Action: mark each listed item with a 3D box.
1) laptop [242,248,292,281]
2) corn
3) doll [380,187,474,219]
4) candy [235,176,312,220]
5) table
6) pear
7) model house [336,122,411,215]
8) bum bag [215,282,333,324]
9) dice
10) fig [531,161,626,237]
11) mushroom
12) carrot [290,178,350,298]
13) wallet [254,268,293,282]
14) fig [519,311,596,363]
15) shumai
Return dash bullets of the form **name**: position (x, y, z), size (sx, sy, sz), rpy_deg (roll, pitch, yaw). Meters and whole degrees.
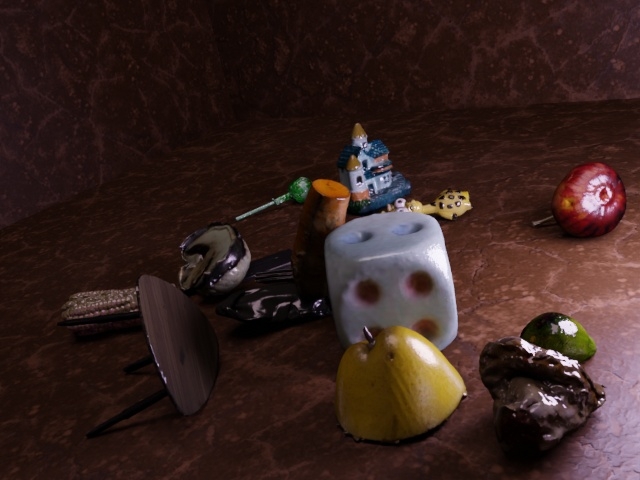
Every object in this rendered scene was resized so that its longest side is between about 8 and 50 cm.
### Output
- **laptop**: position (-0.166, 0.072, 2.193), size (0.197, 0.016, 0.135), rpy_deg (-18, 21, -13)
- **corn**: position (-0.547, 0.192, 1.982), size (0.334, 0.127, 0.127), rpy_deg (-7, 22, 4)
- **doll**: position (0.333, -0.101, 2.252), size (0.290, 0.086, 0.117), rpy_deg (-11, 51, 8)
- **candy**: position (-0.171, -0.143, 2.675), size (0.323, 0.097, 0.097), rpy_deg (-26, 23, -9)
- **table**: position (-0.404, 0.268, 1.607), size (0.249, 0.317, 0.317), rpy_deg (-22, 19, 14)
- **pear**: position (0.141, 0.250, 1.371), size (0.266, 0.178, 0.267), rpy_deg (-10, 26, 5)
- **model house**: position (0.163, -0.264, 2.485), size (0.253, 0.291, 0.184), rpy_deg (-24, 19, -26)
- **bum bag**: position (-0.108, 0.164, 1.838), size (0.326, 0.080, 0.142), rpy_deg (-4, 27, -12)
- **dice**: position (0.156, 0.101, 1.600), size (0.262, 0.268, 0.265), rpy_deg (-11, 21, 5)
- **fig**: position (0.715, -0.097, 1.944), size (0.186, 0.204, 0.249), rpy_deg (22, -11, 4)
- **mushroom**: position (-0.321, 0.070, 2.153), size (0.247, 0.130, 0.344), rpy_deg (-45, 27, -11)
- **carrot**: position (0.000, 0.000, 1.757), size (0.138, 0.302, 0.139), rpy_deg (10, 27, -5)
- **wallet**: position (-0.011, 0.087, 1.950), size (0.316, 0.044, 0.169), rpy_deg (-6, -5, 11)
- **fig**: position (0.475, 0.209, 1.408), size (0.156, 0.123, 0.123), rpy_deg (21, 8, -26)
- **shumai**: position (0.367, 0.288, 1.239), size (0.183, 0.218, 0.186), rpy_deg (8, 68, 49)
